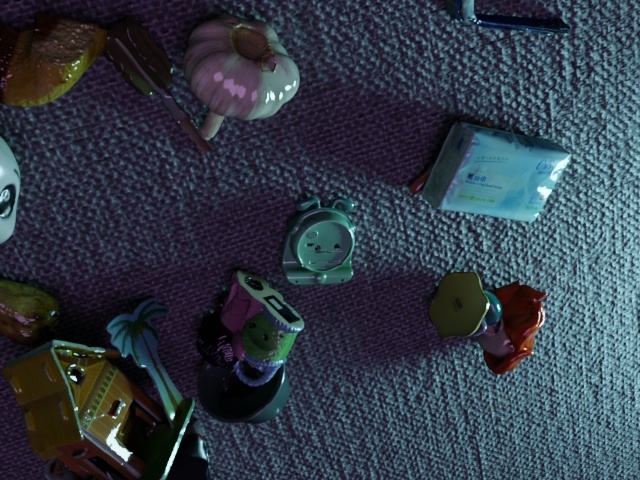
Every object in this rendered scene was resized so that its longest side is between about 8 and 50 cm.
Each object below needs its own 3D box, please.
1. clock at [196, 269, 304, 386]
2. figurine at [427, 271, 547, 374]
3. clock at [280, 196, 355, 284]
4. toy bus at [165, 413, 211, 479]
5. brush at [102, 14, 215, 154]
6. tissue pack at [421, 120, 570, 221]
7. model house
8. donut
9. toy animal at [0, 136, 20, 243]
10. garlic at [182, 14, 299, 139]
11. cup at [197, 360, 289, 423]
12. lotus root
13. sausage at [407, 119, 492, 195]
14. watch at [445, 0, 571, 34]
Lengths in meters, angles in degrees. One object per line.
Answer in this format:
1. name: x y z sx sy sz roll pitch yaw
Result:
1. clock: -0.148 0.188 1.675 0.195 0.194 0.100 -54 158 20
2. figurine: 0.391 0.179 1.853 0.257 0.181 0.208 28 79 -37
3. clock: 0.000 -0.001 1.681 0.148 0.060 0.188 -3 119 -16
4. toy bus: -0.301 0.522 1.838 0.127 0.147 0.302 -13 124 -11
5. brush: -0.271 -0.257 1.450 0.084 0.071 0.301 -23 134 15
6. tissue pack: 0.355 -0.131 1.682 0.263 0.089 0.177 6 121 -32
7. model house: -0.451 0.282 1.633 0.300 0.340 0.323 -21 124 31
8. donut: -0.498 -0.281 1.310 0.295 0.112 0.151 13 132 -8
9. toy animal: -0.632 -0.064 1.345 0.310 0.251 0.251 -49 123 -2
10. garlic: -0.152 -0.258 1.437 0.199 0.199 0.226 10 140 -23
11. cup: -0.139 0.312 1.768 0.199 0.199 0.150 -33 142 2
12. lotus root: -0.575 0.120 1.552 0.191 0.094 0.108 35 78 -22
13. sausage: 0.261 -0.166 1.687 0.223 0.029 0.029 -42 123 8
14. watch: 0.364 -0.511 1.496 0.274 0.068 0.276 -2 119 -17
